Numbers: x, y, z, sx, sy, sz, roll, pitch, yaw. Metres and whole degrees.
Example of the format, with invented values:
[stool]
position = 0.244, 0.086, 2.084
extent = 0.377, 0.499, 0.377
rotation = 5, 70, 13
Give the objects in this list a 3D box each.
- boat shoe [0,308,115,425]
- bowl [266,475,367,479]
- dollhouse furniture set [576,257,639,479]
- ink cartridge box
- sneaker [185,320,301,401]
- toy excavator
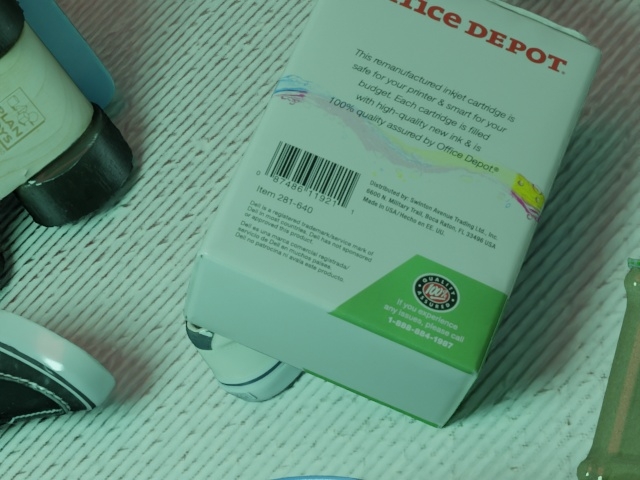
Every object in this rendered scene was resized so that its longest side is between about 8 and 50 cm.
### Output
[boat shoe]
position = -0.287, 0.115, 1.522
extent = 0.301, 0.108, 0.102
rotation = 6, 59, 40
[bowl]
position = -0.017, 0.334, 1.134
extent = 0.391, 0.077, 0.391
rotation = -12, 60, 21
[dollhouse furniture set]
position = 0.310, 0.043, 1.218
extent = 0.197, 0.151, 0.301
rotation = -1, 70, 58
[ink cartridge box]
position = 0.052, -0.042, 1.355
extent = 0.201, 0.117, 0.278
rotation = 23, 63, 1
[sneaker]
position = 0.000, 0.000, 1.436
extent = 0.094, 0.091, 0.258
rotation = 21, 68, 42
[toy excavator]
position = -0.314, -0.194, 1.744
extent = 0.433, 0.222, 0.445
rotation = -38, 35, -2
